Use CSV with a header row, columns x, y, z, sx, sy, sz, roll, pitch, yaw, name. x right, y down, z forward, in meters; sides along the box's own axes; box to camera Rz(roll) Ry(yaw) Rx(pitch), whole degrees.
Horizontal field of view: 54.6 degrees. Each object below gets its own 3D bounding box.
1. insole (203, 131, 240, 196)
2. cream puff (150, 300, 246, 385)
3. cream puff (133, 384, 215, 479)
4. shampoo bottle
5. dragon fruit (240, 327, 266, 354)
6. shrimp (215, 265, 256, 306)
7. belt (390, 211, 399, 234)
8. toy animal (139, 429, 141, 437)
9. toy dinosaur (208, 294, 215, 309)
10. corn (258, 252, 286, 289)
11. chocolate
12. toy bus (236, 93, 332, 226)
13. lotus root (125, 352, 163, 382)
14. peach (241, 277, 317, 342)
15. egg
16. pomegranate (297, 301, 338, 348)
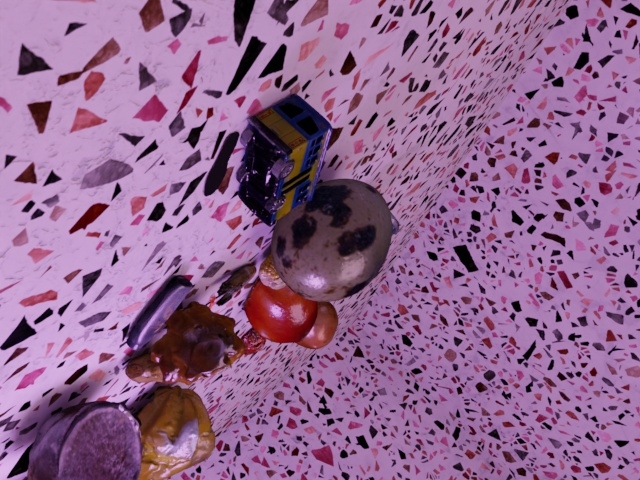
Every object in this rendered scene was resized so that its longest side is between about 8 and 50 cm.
x,y,z,sx,sy,sz,roll,pitch,yaw,name
-0.226,-0.170,1.403,0.064,0.004,0.188,-28,156,-51,insole
-0.347,0.300,1.785,0.155,0.268,0.241,168,-68,-70,cream puff
-0.539,0.650,2.148,0.378,0.276,0.378,-19,-178,1,cream puff
-0.435,0.195,1.657,0.234,0.049,0.087,-50,162,9,shampoo bottle
-0.277,0.418,2.580,0.162,0.083,0.106,-41,161,-15,dragon fruit
-0.279,0.152,1.972,0.150,0.051,0.217,-51,170,27,shrimp
0.199,-0.069,2.419,0.150,0.207,0.257,-49,173,-4,belt
-0.687,0.664,1.880,0.213,0.195,0.256,-57,162,-1,toy animal
-0.409,0.298,1.958,0.117,0.070,0.288,-18,142,-60,toy dinosaur
-0.080,0.042,2.083,0.305,0.122,0.123,-42,-174,-27,corn
-0.652,0.580,1.658,0.212,0.303,0.303,-6,-177,26,chocolate
-0.093,-0.184,1.479,0.175,0.138,0.288,-37,161,-31,toy bus
-0.492,0.378,1.862,0.110,0.097,0.258,-19,166,11,lotus root
-0.155,0.220,2.276,0.281,0.281,0.338,-42,129,-18,peach
0.045,-0.008,1.890,0.428,0.345,0.345,-40,163,-31,egg
-0.056,0.350,2.705,0.270,0.252,0.229,18,106,-51,pomegranate
